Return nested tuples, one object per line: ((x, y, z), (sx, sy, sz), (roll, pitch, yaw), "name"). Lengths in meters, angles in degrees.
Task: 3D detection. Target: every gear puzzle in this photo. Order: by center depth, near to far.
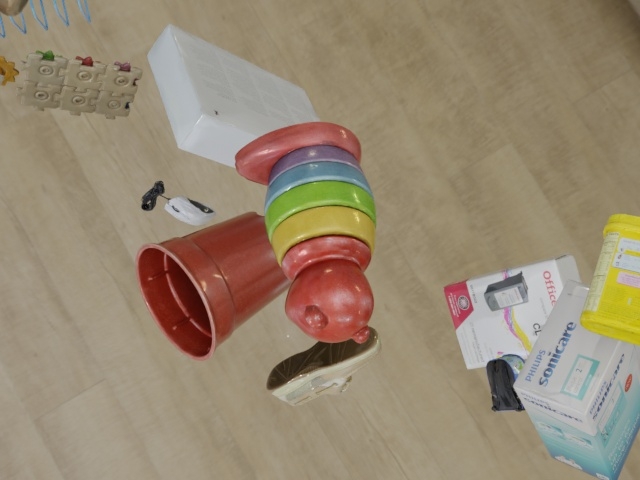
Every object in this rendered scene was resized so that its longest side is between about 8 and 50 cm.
((-0.575, -0.352, 1.594), (0.338, 0.175, 0.044), (3, 57, -27), "gear puzzle")

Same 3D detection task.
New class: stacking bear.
((0.000, 0.000, 0.971), (0.164, 0.175, 0.289), (-29, 53, 30), "stacking bear")

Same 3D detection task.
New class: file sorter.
((-0.511, -0.437, 1.299), (0.170, 0.118, 0.105), (-13, 93, -8), "file sorter")

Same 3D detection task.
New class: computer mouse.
((-0.343, -0.078, 1.787), (0.193, 0.106, 0.042), (23, 46, -33), "computer mouse")

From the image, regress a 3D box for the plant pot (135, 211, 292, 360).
((-0.213, 0.076, 1.576), (0.265, 0.272, 0.272), (-31, 84, -36), "plant pot")

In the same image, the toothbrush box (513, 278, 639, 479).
((0.456, 0.241, 1.221), (0.126, 0.295, 0.216), (16, 62, 41), "toothbrush box")

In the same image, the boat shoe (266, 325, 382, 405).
((0.021, 0.275, 1.554), (0.302, 0.109, 0.098), (-31, 117, 29), "boat shoe")

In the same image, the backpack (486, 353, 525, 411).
((0.414, 0.303, 1.567), (0.084, 0.105, 0.114), (-12, 84, -29), "backpack")

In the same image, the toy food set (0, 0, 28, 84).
((-0.318, -0.170, 0.596), (0.104, 0.111, 0.232), (29, 92, -14), "toy food set")

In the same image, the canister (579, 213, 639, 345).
((0.457, 0.059, 1.050), (0.126, 0.073, 0.170), (15, 71, 26), "canister")

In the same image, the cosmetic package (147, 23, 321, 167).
((-0.147, -0.257, 1.489), (0.097, 0.377, 0.284), (-47, 48, 25), "cosmetic package")

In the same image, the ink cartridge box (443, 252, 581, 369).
((0.486, 0.176, 1.791), (0.306, 0.131, 0.226), (-20, 85, 37), "ink cartridge box")
